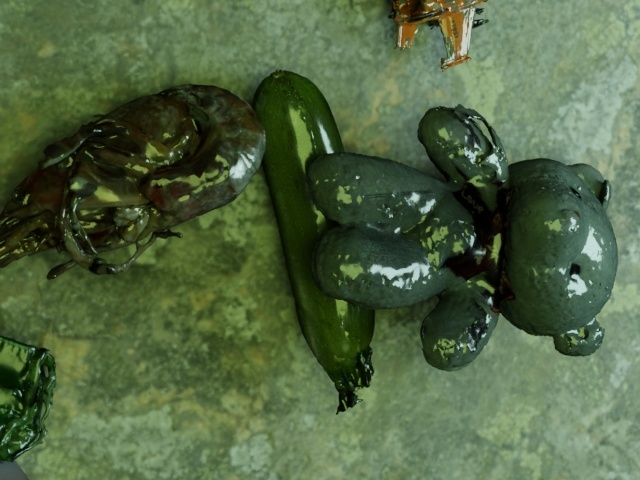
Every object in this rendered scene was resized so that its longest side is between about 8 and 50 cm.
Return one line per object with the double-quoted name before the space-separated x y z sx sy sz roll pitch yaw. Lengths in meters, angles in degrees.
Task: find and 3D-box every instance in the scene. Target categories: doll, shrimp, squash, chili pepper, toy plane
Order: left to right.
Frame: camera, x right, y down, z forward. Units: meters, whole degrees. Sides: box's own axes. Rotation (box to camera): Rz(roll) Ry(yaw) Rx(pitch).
"chili pepper" -0.333 0.118 1.691 0.216 0.062 0.108 28 76 -18
"shrimp" -0.202 -0.028 1.690 0.343 0.116 0.145 -30 80 -10
"squash" 0.001 -0.001 1.772 0.087 0.087 0.332 -15 97 -16
"toy plane" 0.143 -0.244 1.815 0.188 0.062 0.135 -23 102 -29
"doll" 0.151 0.000 1.747 0.340 0.158 0.246 13 74 -36

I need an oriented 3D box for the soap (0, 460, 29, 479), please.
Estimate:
"soap" -0.410 0.279 1.656 0.323 0.109 0.193 -13 98 -16
